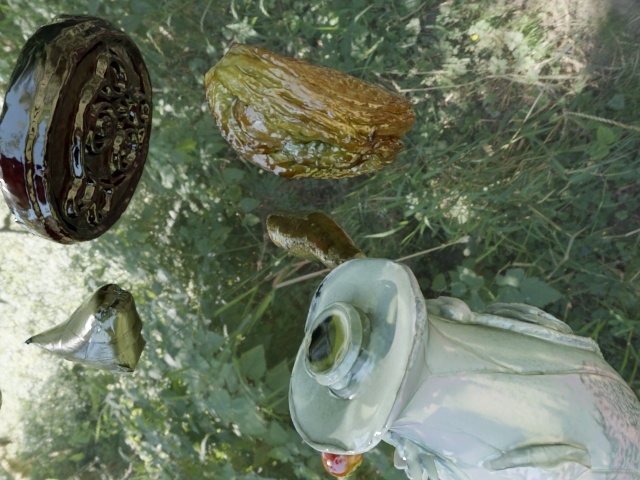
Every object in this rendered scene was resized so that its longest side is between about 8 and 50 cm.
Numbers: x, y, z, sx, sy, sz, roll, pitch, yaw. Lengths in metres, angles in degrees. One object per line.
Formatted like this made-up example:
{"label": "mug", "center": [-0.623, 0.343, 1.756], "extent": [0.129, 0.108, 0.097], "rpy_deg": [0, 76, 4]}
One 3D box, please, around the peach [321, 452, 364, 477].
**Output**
{"label": "peach", "center": [0.040, 0.465, 0.892], "extent": [0.098, 0.061, 0.098], "rpy_deg": [-9, 74, 33]}

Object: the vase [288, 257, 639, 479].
{"label": "vase", "center": [0.182, 0.178, 0.475], "extent": [0.445, 0.250, 0.250], "rpy_deg": [27, 161, -27]}

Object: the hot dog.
{"label": "hot dog", "center": [-0.012, -0.157, 0.542], "extent": [0.196, 0.272, 0.122], "rpy_deg": [-18, 69, 59]}

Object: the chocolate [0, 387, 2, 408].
{"label": "chocolate", "center": [-0.555, 0.200, 0.440], "extent": [0.297, 0.326, 0.314], "rpy_deg": [59, 165, 14]}

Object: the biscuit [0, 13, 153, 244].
{"label": "biscuit", "center": [-0.407, -0.186, 0.744], "extent": [0.091, 0.407, 0.407], "rpy_deg": [14, 147, -7]}

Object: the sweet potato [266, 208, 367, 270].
{"label": "sweet potato", "center": [0.000, 0.000, 0.569], "extent": [0.243, 0.077, 0.077], "rpy_deg": [21, 136, 54]}

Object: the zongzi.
{"label": "zongzi", "center": [-0.476, 0.159, 0.807], "extent": [0.242, 0.112, 0.221], "rpy_deg": [14, 130, -4]}
